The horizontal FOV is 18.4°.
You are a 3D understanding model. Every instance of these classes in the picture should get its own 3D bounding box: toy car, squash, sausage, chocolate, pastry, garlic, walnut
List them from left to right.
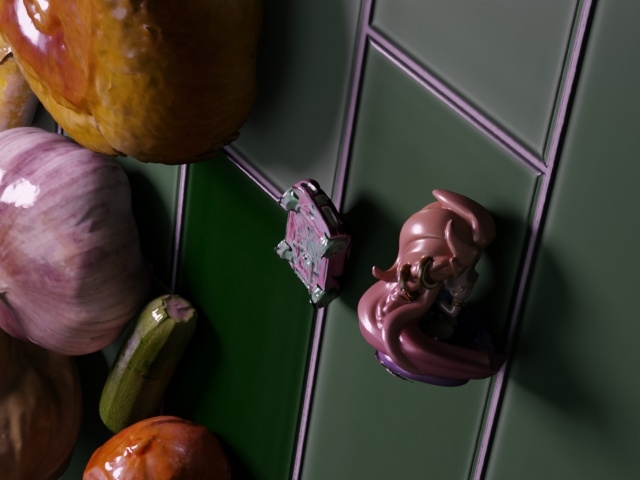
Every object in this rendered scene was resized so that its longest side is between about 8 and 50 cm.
[{"bbox_3d":[-0.396,0.161,2.169,0.253,0.282,0.277,-27,86,37],"label":"walnut"},{"bbox_3d":[-0.315,0.020,2.003,0.245,0.253,0.245,44,149,36],"label":"garlic"},{"bbox_3d":[-0.313,-0.186,2.045,0.085,0.086,0.219,55,141,21],"label":"chocolate"},{"bbox_3d":[-0.181,-0.233,1.746,0.356,0.164,0.356,40,144,39],"label":"pastry"},{"bbox_3d":[-0.179,0.130,2.029,0.066,0.066,0.229,55,143,21],"label":"squash"},{"bbox_3d":[-0.168,0.288,2.028,0.153,0.141,0.268,45,143,32],"label":"sausage"},{"bbox_3d":[0.000,0.000,1.700,0.069,0.055,0.142,54,158,24],"label":"toy car"}]

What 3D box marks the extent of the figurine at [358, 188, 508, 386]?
[{"bbox_3d":[0.085,0.040,1.544,0.114,0.126,0.157,-3,113,12],"label":"figurine"}]
